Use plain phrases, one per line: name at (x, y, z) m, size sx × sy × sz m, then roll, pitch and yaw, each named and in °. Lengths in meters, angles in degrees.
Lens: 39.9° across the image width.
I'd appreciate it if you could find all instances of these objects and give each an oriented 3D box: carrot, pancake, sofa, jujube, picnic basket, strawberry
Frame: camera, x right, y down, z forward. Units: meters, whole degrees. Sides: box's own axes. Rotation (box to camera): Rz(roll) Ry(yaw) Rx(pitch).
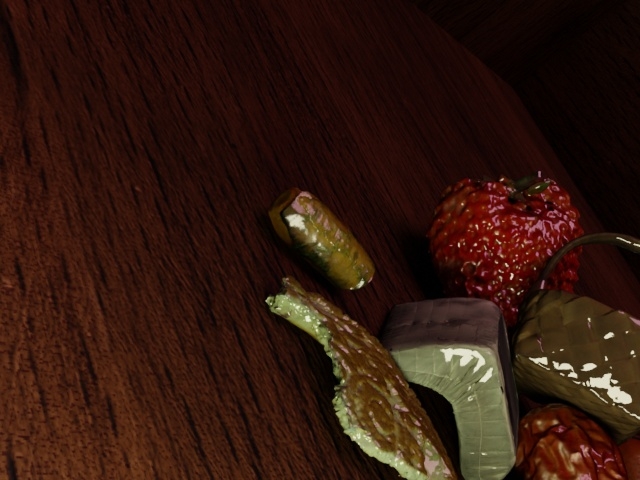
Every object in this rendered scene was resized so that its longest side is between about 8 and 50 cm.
carrot at (0.000, 0.000, 1.252) m, size 0.173 × 0.082 × 0.082 m, roll 49°, pitch 22°, yaw -25°
pancake at (0.058, 0.204, 1.103) m, size 0.377 × 0.054 × 0.197 m, roll 54°, pitch 21°, yaw 8°
sofa at (0.190, 0.217, 1.294) m, size 0.210 × 0.175 × 0.226 m, roll -59°, pitch 138°, yaw -66°
jujube at (0.375, 0.358, 1.322) m, size 0.174 × 0.174 × 0.250 m, roll 43°, pitch 20°, yaw -20°
picnic basket at (0.476, 0.138, 1.438) m, size 0.293 × 0.337 × 0.337 m, roll 27°, pitch 17°, yaw 17°
strawberry at (0.331, 0.054, 1.628) m, size 0.312 × 0.267 × 0.352 m, roll -6°, pitch 89°, yaw -34°

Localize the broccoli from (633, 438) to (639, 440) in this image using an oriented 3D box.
broccoli at (0.746, 0.491, 1.724) m, size 0.288 × 0.245 × 0.248 m, roll 39°, pitch 20°, yaw -27°

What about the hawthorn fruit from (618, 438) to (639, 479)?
hawthorn fruit at (0.542, 0.426, 1.555) m, size 0.169 × 0.169 × 0.188 m, roll 30°, pitch 33°, yaw -42°

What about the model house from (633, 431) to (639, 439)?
model house at (0.599, 0.319, 1.764) m, size 0.154 × 0.207 × 0.294 m, roll 62°, pitch 24°, yaw 8°

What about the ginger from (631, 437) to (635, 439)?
ginger at (0.770, 0.452, 2.025) m, size 0.363 × 0.122 × 0.348 m, roll 45°, pitch 21°, yaw -4°
